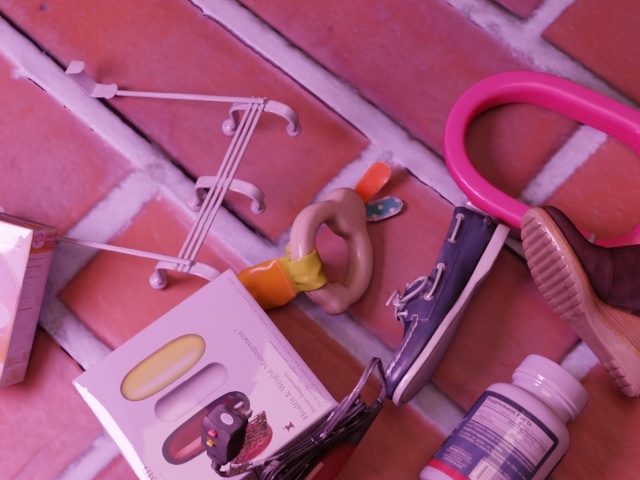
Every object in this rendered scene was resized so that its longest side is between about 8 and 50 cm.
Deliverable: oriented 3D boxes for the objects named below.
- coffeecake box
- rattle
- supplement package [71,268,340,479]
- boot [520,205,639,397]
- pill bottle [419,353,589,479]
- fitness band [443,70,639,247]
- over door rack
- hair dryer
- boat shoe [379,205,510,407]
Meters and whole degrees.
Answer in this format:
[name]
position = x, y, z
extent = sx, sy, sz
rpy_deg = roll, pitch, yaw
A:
[coffeecake box]
position = -0.394, 0.057, 1.191
extent = 0.142, 0.068, 0.185
rpy_deg = 15, 95, 10
[rattle]
position = 0.000, 0.000, 1.253
extent = 0.130, 0.143, 0.199
rpy_deg = 34, 52, -17
[supplement package]
position = -0.115, 0.181, 1.118
extent = 0.203, 0.149, 0.194
rpy_deg = -36, 70, -13
[boot]
position = 0.358, 0.028, 1.173
extent = 0.207, 0.090, 0.248
rpy_deg = -34, 91, -18
[pill bottle]
position = 0.199, 0.214, 1.109
extent = 0.108, 0.108, 0.180
rpy_deg = 37, 73, 17
[fitness band]
position = 0.287, -0.092, 1.262
extent = 0.291, 0.054, 0.209
rpy_deg = 27, 71, 12
[over door rack]
position = -0.203, -0.075, 1.265
extent = 0.324, 0.108, 0.239
rpy_deg = 14, 68, 24
[hair dryer]
position = -0.024, 0.265, 1.023
extent = 0.223, 0.293, 0.080
rpy_deg = -10, 35, -34
[boat shoe]
position = 0.127, 0.068, 1.181
extent = 0.079, 0.095, 0.254
rpy_deg = 28, 70, 12
